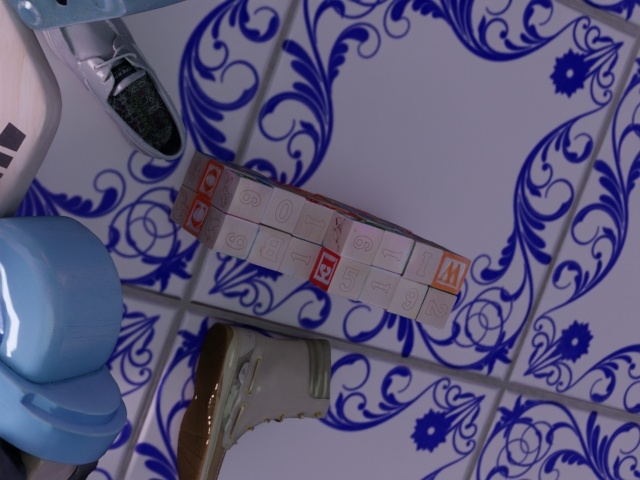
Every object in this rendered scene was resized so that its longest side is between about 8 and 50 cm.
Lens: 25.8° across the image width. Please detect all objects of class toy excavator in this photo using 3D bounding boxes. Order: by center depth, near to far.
[{"bbox_3d":[-0.313,-0.010,1.335,0.445,0.433,0.222,-54,167,9],"label":"toy excavator"}]

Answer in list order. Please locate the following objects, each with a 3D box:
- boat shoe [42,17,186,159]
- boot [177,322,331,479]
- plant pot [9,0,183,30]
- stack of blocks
[{"bbox_3d":[-0.209,-0.176,1.458,0.079,0.081,0.227,-41,121,-12],"label":"boat shoe"},{"bbox_3d":[-0.076,0.210,1.662,0.165,0.077,0.213,10,98,-33],"label":"boot"},{"bbox_3d":[-0.188,-0.326,1.275,0.252,0.247,0.248,-54,127,-34],"label":"plant pot"},{"bbox_3d":[0.000,0.000,1.580,0.297,0.171,0.087,19,96,-32],"label":"stack of blocks"}]
